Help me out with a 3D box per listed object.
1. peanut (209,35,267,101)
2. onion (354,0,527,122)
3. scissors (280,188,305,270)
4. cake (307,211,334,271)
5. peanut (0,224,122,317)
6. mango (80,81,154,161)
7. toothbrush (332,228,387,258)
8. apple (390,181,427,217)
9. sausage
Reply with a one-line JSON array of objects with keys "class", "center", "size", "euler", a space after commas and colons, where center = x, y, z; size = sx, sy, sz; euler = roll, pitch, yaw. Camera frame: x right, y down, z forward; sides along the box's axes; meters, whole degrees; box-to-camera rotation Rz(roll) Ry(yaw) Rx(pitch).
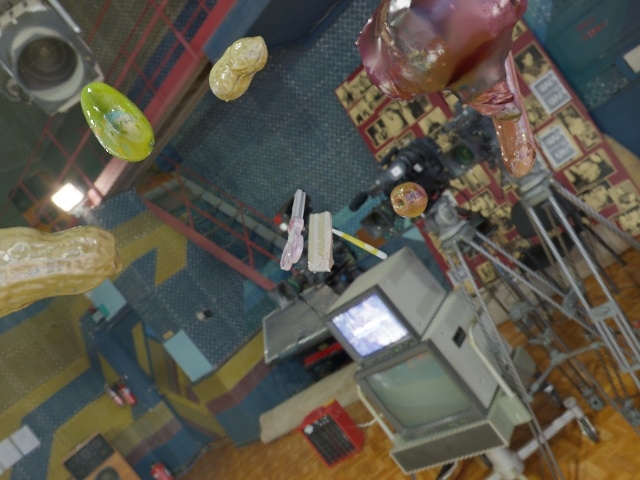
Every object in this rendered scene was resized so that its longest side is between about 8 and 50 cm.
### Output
[{"class": "peanut", "center": [-0.272, -0.575, 1.878], "size": [0.306, 0.147, 0.147], "euler": [-35, 4, 45]}, {"class": "onion", "center": [0.320, -0.441, 1.303], "size": [0.398, 0.420, 0.398], "euler": [-39, 16, 13]}, {"class": "scissors", "center": [-0.068, -0.038, 1.553], "size": [0.118, 0.031, 0.242], "euler": [-43, 34, 55]}, {"class": "cake", "center": [0.000, 0.000, 1.141], "size": [0.052, 0.121, 0.065], "euler": [2, 7, 12]}, {"class": "peanut", "center": [-0.520, 0.045, 1.024], "size": [0.292, 0.143, 0.159], "euler": [-18, -49, -19]}, {"class": "mango", "center": [-0.629, -0.366, 1.739], "size": [0.149, 0.273, 0.185], "euler": [-44, 22, -29]}, {"class": "toothbrush", "center": [0.088, -0.010, 1.760], "size": [0.021, 0.288, 0.024], "euler": [-46, -34, -24]}, {"class": "apple", "center": [0.304, -0.137, 1.928], "size": [0.102, 0.126, 0.126], "euler": [-30, -5, -46]}, {"class": "sausage", "center": [0.500, -0.374, 1.514], "size": [0.094, 0.418, 0.094], "euler": [-17, -9, 39]}]
